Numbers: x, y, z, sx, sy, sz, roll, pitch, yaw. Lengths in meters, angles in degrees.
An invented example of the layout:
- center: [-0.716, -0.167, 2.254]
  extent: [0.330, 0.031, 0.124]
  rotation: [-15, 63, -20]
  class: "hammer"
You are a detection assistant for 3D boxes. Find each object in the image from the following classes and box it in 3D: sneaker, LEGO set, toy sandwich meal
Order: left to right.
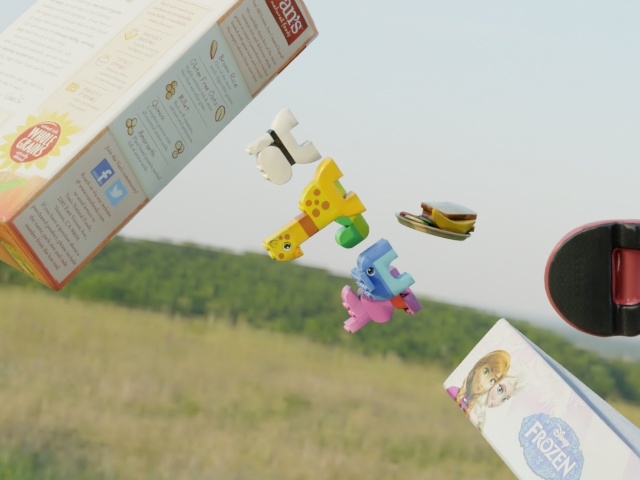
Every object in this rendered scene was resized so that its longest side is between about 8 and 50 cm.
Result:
- center: [0.000, 0.000, 1.395]
  extent: [0.093, 0.227, 0.087]
  rotation: [-35, 12, -6]
  class: "LEGO set"
- center: [0.113, -0.022, 1.502]
  extent: [0.086, 0.029, 0.085]
  rotation: [15, 8, -2]
  class: "toy sandwich meal"
- center: [0.343, 0.018, 1.259]
  extent: [0.314, 0.115, 0.136]
  rotation: [3, 7, 12]
  class: "sneaker"

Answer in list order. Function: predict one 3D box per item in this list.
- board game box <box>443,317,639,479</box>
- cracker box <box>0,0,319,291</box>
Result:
- center: [0.255, 0.217, 0.958]
  extent: [0.318, 0.066, 0.318]
  rotation: [38, 6, -29]
  class: "board game box"
- center: [-0.135, -0.090, 0.941]
  extent: [0.156, 0.232, 0.067]
  rotation: [24, -27, 44]
  class: "cracker box"
